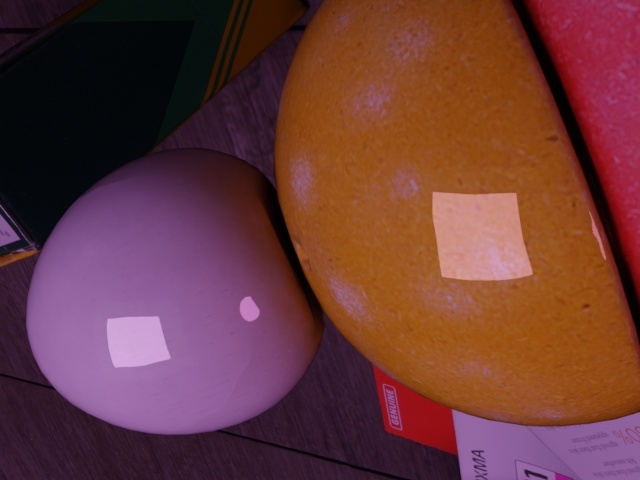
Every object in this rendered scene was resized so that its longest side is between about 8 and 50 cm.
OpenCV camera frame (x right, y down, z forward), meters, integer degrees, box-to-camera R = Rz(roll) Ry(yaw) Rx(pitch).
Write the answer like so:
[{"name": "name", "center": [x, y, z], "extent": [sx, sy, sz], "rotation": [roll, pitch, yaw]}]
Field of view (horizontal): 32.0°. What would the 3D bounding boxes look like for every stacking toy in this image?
[{"name": "stacking toy", "center": [0.104, -0.040, 0.429], "extent": [0.480, 0.350, 0.350], "rotation": [-22, 115, 5]}]

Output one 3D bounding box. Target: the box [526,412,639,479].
[{"name": "box", "center": [0.219, 0.048, 0.675], "extent": [0.345, 0.168, 0.215], "rotation": [44, 159, 0]}]

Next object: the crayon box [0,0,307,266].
[{"name": "crayon box", "center": [-0.231, -0.090, 0.863], "extent": [0.363, 0.313, 0.106], "rotation": [-15, 117, 46]}]

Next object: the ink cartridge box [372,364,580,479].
[{"name": "ink cartridge box", "center": [0.126, 0.117, 0.945], "extent": [0.239, 0.060, 0.275], "rotation": [12, 131, 31]}]
